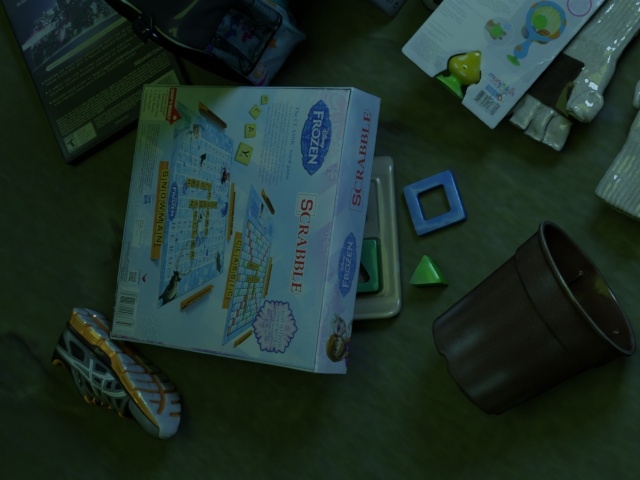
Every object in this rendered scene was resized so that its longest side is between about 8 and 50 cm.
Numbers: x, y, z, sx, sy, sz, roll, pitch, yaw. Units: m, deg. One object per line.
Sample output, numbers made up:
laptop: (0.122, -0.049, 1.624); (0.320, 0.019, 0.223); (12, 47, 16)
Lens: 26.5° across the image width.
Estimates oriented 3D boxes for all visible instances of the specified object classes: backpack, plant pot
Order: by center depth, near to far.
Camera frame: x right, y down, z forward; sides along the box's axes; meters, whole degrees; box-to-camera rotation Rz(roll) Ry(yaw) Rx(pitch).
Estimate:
plant pot: (0.220, 0.094, 1.442); (0.165, 0.167, 0.167); (-37, 69, 20)
backpack: (-0.128, -0.293, 1.595); (0.225, 0.253, 0.191); (41, 93, 26)

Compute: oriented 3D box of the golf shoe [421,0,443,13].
golf shoe: (0.204, -0.375, 1.546); (0.105, 0.120, 0.273); (32, 92, 25)

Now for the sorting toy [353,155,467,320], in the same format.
sorting toy: (0.000, 0.000, 1.602); (0.347, 0.047, 0.196); (-6, 79, 21)

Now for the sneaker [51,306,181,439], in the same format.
sneaker: (-0.250, 0.175, 1.660); (0.215, 0.084, 0.083); (44, 102, 31)

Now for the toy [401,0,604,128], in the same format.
toy: (0.218, -0.256, 1.526); (0.137, 0.056, 0.237); (41, 89, 2)

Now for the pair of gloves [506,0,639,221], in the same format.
pair of gloves: (0.328, -0.157, 1.470); (0.204, 0.042, 0.240); (-50, 55, 7)

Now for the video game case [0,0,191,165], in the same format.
video game case: (-0.299, -0.262, 1.782); (0.196, 0.026, 0.274); (-30, 70, 15)

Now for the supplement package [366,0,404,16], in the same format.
supplement package: (0.054, -0.442, 1.572); (0.198, 0.199, 0.263); (37, 96, 24)

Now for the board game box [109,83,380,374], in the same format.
board game box: (-0.094, -0.021, 1.588); (0.318, 0.066, 0.319); (6, 88, 36)
